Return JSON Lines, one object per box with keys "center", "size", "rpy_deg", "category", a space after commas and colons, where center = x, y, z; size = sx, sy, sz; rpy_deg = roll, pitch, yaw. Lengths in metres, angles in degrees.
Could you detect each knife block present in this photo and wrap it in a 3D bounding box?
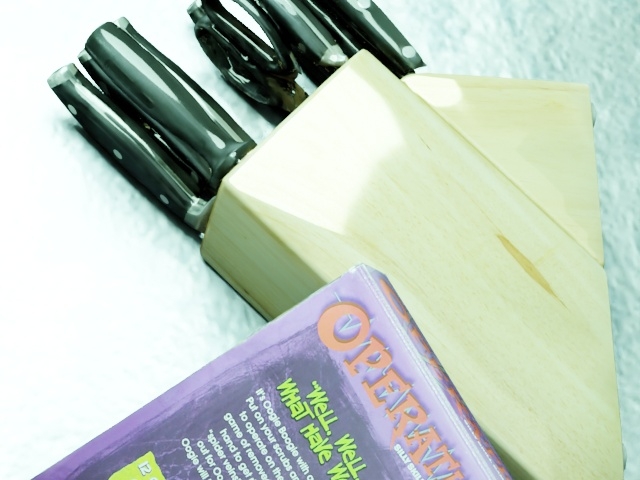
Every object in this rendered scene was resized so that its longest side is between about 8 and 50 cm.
{"center": [0.000, 0.000, 0.883], "size": [0.242, 0.088, 0.275], "rpy_deg": [1, 69, -9], "category": "knife block"}

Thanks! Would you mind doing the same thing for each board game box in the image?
{"center": [0.024, 0.208, 0.778], "size": [0.208, 0.056, 0.346], "rpy_deg": [-34, 76, 12], "category": "board game box"}
